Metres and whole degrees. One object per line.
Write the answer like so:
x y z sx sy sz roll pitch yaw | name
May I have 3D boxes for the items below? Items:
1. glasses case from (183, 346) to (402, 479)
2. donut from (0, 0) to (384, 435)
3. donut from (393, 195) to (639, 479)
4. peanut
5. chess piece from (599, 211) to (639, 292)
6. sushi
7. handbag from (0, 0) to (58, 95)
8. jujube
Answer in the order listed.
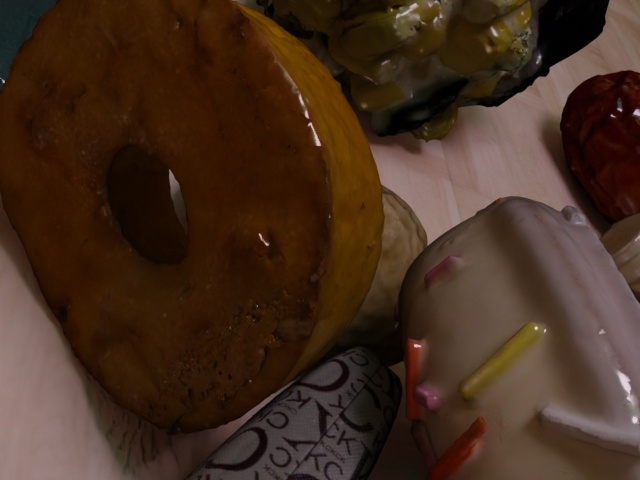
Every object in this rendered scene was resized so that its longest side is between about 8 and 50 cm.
-0.059 0.176 0.435 0.085 0.137 0.355 41 37 8 | glasses case
-0.081 -0.025 0.512 0.109 0.277 0.277 -10 61 -55 | donut
0.156 0.155 0.525 0.382 0.143 0.382 -22 90 -81 | donut
0.000 0.000 0.673 0.233 0.110 0.197 43 39 4 | peanut
0.422 0.053 1.001 0.170 0.094 0.094 43 38 -5 | chess piece
0.121 -0.256 0.871 0.328 0.328 0.285 46 51 -18 | sushi
-0.289 -0.196 0.626 0.327 0.089 0.238 22 43 -25 | handbag
0.423 -0.114 1.094 0.174 0.174 0.250 0 59 -40 | jujube
